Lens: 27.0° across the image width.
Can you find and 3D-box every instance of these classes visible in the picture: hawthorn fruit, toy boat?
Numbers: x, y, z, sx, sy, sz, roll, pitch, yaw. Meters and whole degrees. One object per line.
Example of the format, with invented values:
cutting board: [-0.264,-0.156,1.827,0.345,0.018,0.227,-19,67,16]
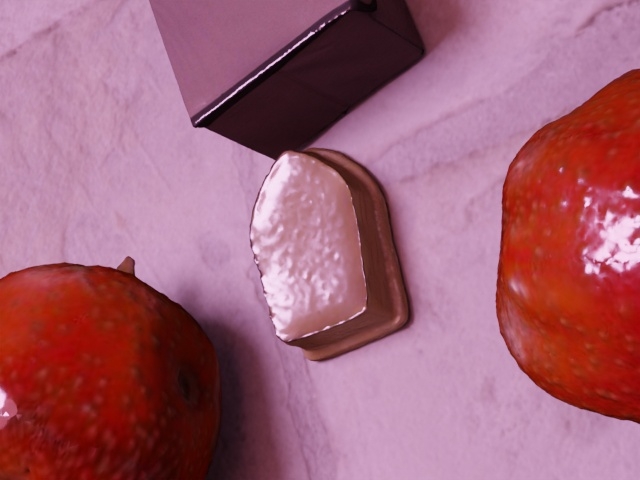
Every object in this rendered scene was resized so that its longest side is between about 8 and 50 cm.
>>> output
hawthorn fruit: [0.253,0.025,0.850,0.254,0.254,0.300,-60,33,9]
hawthorn fruit: [-0.217,0.146,1.148,0.275,0.275,0.299,1,60,33]
toy boat: [0.000,0.000,1.152,0.116,0.061,0.188,-24,68,27]

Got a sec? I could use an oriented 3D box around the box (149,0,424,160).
box: [-0.044,-0.229,1.173,0.188,0.153,0.252,-34,64,21]
